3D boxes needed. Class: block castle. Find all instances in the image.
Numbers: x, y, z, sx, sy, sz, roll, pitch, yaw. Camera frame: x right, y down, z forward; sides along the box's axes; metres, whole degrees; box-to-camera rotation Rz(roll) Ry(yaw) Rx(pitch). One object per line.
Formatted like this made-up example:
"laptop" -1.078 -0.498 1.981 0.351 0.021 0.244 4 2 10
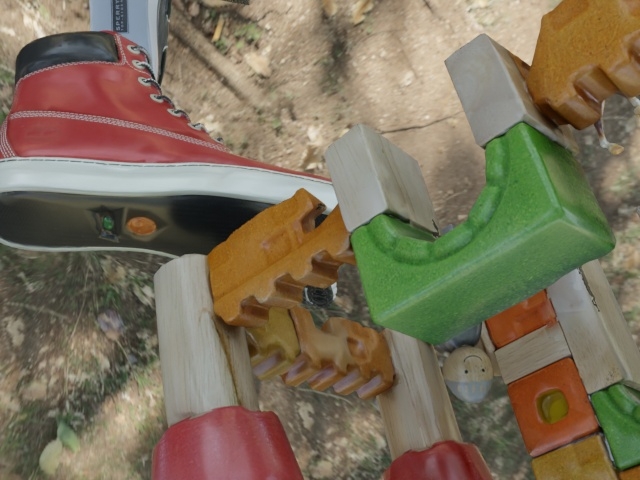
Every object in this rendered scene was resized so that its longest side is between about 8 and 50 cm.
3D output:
"block castle" 0.148 0.051 0.475 0.303 0.453 0.213 22 44 -46

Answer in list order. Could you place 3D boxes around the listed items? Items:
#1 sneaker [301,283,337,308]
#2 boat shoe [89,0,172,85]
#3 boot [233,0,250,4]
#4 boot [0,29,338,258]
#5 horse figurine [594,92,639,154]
"sneaker" 0.000 0.000 1.359 0.100 0.272 0.108 15 58 -2
"boat shoe" -0.169 -0.226 0.806 0.080 0.076 0.229 -1 92 1
"boot" -0.178 -0.550 1.493 0.131 0.348 0.260 13 102 3
"boot" -0.093 -0.073 0.600 0.244 0.088 0.176 7 51 -9
"horse figurine" 0.300 -0.152 1.101 0.066 0.263 0.175 26 39 -35
